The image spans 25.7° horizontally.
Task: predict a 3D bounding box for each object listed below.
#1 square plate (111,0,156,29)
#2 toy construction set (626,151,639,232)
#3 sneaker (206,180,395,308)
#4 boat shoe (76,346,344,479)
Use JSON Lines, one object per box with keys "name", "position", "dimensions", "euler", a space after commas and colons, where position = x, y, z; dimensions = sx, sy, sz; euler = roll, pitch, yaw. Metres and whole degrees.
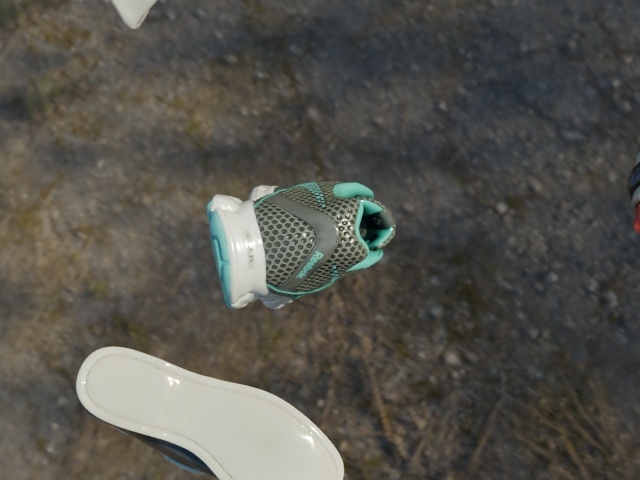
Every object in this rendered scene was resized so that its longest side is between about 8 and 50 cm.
{"name": "square plate", "position": [-0.096, -0.358, 0.794], "dimensions": [0.049, 0.347, 0.344], "euler": [6, 60, 22]}
{"name": "toy construction set", "position": [0.454, -0.009, 1.296], "dimensions": [0.257, 0.237, 0.309], "euler": [-37, 27, 21]}
{"name": "sneaker", "position": [0.000, 0.000, 0.671], "dimensions": [0.076, 0.166, 0.065], "euler": [-10, 95, 9]}
{"name": "boat shoe", "position": [-0.050, 0.084, 0.627], "dimensions": [0.125, 0.038, 0.046], "euler": [21, 80, -2]}
